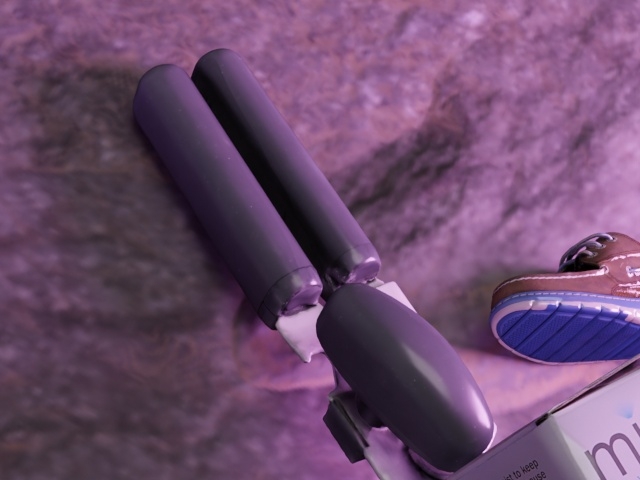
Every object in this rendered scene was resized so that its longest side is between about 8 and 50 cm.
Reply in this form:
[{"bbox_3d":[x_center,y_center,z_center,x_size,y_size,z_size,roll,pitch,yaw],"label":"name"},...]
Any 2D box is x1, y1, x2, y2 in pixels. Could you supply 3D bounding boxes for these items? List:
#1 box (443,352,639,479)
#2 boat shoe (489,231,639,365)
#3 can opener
[{"bbox_3d":[0.123,0.194,0.535,0.126,0.262,0.231,-20,72,-32],"label":"box"},{"bbox_3d":[0.172,0.034,0.768,0.183,0.066,0.066,7,56,-32],"label":"boat shoe"},{"bbox_3d":[0.000,0.000,0.667,0.076,0.095,0.283,-21,66,-31],"label":"can opener"}]
